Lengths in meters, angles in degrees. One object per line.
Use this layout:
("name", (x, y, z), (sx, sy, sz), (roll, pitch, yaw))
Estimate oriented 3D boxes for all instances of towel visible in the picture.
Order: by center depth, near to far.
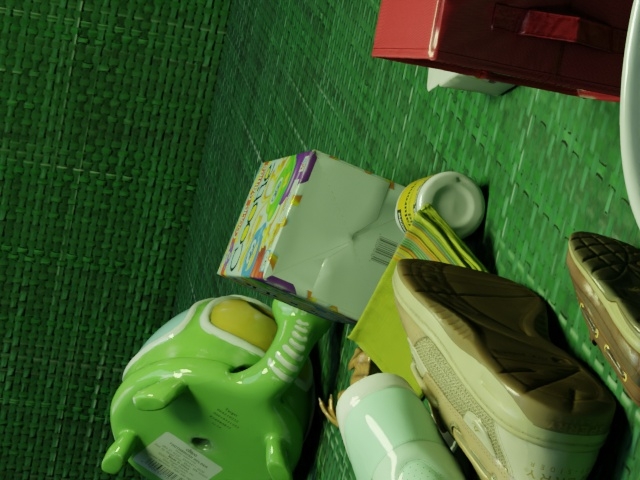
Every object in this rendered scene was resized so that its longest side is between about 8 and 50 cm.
("towel", (0.090, 0.066, 1.681), (0.102, 0.021, 0.237), (51, 149, 17))

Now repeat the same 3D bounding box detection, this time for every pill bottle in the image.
("pill bottle", (0.107, -0.028, 1.691), (0.116, 0.065, 0.065), (163, 114, -77))

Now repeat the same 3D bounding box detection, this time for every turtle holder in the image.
("turtle holder", (-0.120, 0.168, 2.200), (0.320, 0.243, 0.227), (98, -171, -45))

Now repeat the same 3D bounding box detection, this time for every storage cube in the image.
("storage cube", (0.159, -0.208, 1.300), (0.215, 0.184, 0.193), (-153, 73, -78))

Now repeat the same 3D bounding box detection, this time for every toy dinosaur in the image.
("toy dinosaur", (0.042, 0.172, 1.859), (0.112, 0.064, 0.211), (140, 136, -70))

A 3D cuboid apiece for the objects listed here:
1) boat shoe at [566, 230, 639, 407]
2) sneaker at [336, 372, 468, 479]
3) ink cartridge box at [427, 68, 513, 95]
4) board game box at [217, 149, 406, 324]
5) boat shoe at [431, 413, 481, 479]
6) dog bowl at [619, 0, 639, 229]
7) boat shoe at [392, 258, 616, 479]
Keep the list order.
("boat shoe", (0.201, 0.050, 1.215), (0.178, 0.064, 0.060), (-110, 33, -61))
("sneaker", (0.087, 0.236, 1.386), (0.151, 0.094, 0.256), (-116, 0, -50))
("ink cartridge box", (0.152, -0.192, 1.602), (0.181, 0.062, 0.104), (155, 123, -75))
("board game box", (0.000, 0.000, 1.916), (0.275, 0.142, 0.144), (177, 115, -77))
("boat shoe", (0.101, 0.222, 1.555), (0.081, 0.069, 0.227), (-30, -33, -52))
("dog bowl", (0.259, -0.107, 0.964), (0.265, 0.104, 0.264), (-172, 90, -78))
("boat shoe", (0.121, 0.107, 1.404), (0.341, 0.122, 0.110), (-118, 39, -68))
